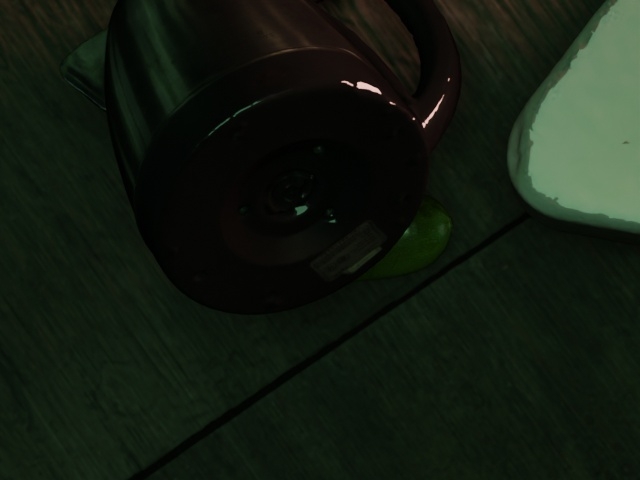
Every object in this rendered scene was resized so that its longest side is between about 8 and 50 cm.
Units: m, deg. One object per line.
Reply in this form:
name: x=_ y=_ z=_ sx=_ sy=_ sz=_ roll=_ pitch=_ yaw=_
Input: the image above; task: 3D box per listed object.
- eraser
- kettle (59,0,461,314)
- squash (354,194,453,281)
eraser: x=0.334 y=-0.089 z=1.409 sx=0.331 sy=0.150 sz=0.331 roll=0 pitch=88 yaw=4
kettle: x=-0.052 y=-0.122 z=1.411 sx=0.251 sy=0.207 sz=0.271 roll=-45 pitch=46 yaw=13
squash: x=0.000 y=0.000 z=1.477 sx=0.201 sy=0.066 sz=0.066 roll=-5 pitch=86 yaw=5
